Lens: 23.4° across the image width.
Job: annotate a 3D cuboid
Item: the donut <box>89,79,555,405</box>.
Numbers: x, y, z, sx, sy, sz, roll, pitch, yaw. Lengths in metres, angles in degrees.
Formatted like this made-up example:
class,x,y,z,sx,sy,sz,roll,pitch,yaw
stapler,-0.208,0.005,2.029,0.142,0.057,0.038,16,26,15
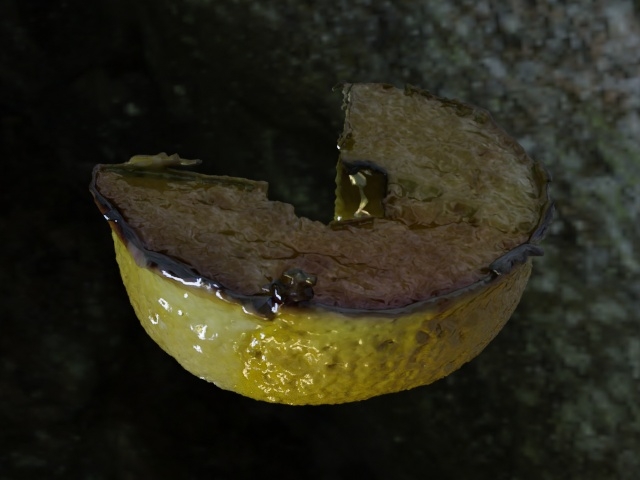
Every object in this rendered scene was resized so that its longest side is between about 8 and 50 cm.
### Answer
class,x,y,z,sx,sy,sz,roll,pitch,yaw
donut,0.009,0.005,0.606,0.181,0.146,0.078,-22,-48,-36
